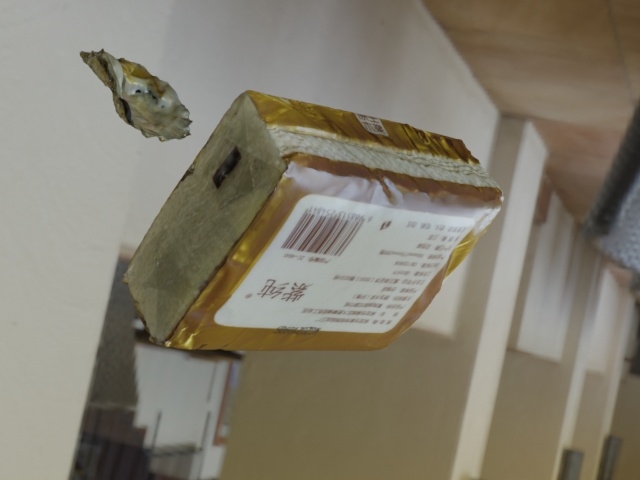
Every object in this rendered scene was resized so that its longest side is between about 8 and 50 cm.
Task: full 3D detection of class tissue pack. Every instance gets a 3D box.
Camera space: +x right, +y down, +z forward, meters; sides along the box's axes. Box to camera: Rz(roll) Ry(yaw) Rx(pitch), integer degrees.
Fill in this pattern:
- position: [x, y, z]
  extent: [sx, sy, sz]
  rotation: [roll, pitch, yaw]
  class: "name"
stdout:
- position: [0.000, 0.000, 0.837]
  extent: [0.226, 0.183, 0.092]
  rotation: [4, -136, -45]
  class: "tissue pack"

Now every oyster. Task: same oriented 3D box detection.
- position: [-0.196, -0.155, 1.245]
  extent: [0.146, 0.045, 0.122]
  rotation: [38, -166, -12]
  class: "oyster"
